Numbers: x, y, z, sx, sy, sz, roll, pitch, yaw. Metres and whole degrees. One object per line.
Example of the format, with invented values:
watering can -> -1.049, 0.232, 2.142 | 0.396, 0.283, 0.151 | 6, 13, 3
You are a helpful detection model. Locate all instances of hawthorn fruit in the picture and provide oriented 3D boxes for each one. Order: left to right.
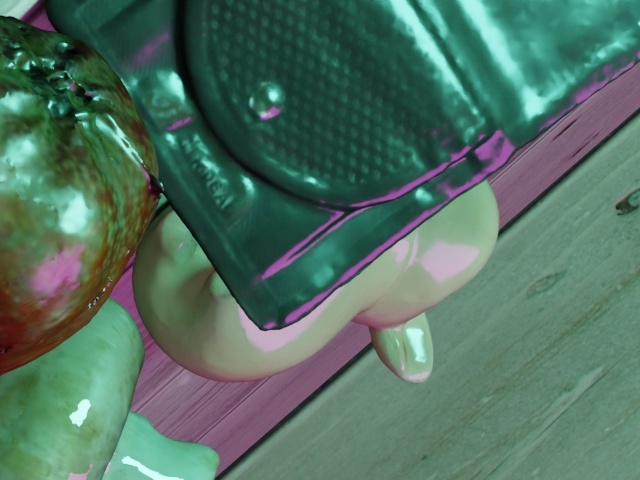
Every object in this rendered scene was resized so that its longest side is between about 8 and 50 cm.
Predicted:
hawthorn fruit -> -0.190, -0.003, 0.853 | 0.235, 0.181, 0.181 | -44, 170, 21

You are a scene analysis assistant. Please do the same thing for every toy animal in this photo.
toy animal -> 0.000, 0.000, 1.486 | 0.326, 0.237, 0.269 | -34, 160, -10

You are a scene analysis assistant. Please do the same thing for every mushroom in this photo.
mushroom -> -0.186, 0.167, 1.368 | 0.243, 0.243, 0.243 | -39, 170, -8

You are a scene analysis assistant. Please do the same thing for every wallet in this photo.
wallet -> 0.034, -0.131, 0.990 | 0.323, 0.247, 0.041 | -37, -158, -9
